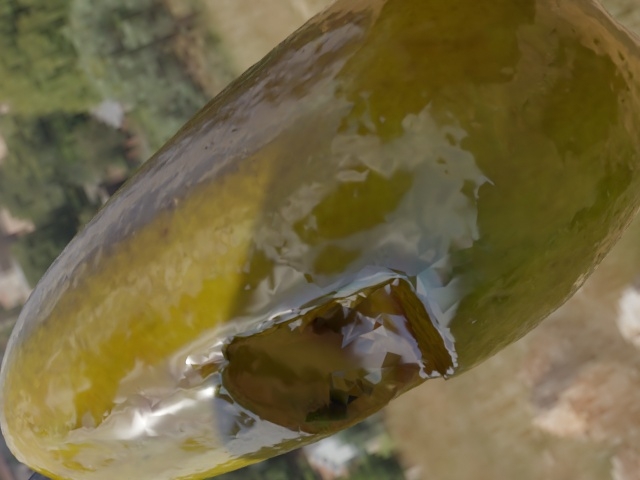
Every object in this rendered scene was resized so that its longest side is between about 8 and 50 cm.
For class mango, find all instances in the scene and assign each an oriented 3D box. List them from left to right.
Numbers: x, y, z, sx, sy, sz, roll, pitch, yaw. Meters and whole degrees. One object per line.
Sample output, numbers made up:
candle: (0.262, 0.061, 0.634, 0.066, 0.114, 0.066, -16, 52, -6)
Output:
mango: (0.000, 0.000, 0.648, 0.130, 0.262, 0.167, 52, -159, -12)

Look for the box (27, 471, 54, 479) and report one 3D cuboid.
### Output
box: (-0.183, 0.282, 1.097, 0.180, 0.325, 0.047, 38, 170, 24)
